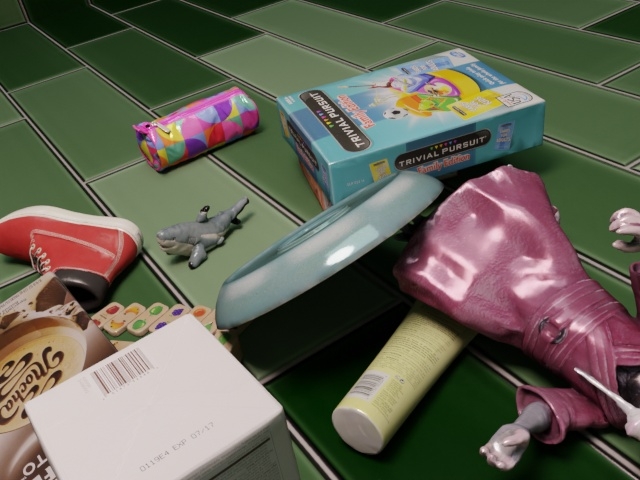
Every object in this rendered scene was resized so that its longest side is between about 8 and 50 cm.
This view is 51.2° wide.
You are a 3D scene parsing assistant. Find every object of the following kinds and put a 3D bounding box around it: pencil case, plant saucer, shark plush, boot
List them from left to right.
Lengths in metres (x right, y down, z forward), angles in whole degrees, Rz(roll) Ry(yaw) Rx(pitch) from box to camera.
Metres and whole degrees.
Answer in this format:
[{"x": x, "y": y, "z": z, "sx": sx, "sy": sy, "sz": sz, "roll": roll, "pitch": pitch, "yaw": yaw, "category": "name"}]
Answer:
[{"x": -0.406, "y": 0.035, "z": 0.976, "sx": 0.245, "sy": 0.088, "sz": 0.176, "roll": 4, "pitch": 39, "yaw": 13, "category": "boot"}, {"x": -0.233, "y": -0.214, "z": 1.270, "sx": 0.236, "sy": 0.104, "sz": 0.104, "roll": -29, "pitch": 39, "yaw": -26, "category": "pencil case"}, {"x": -0.168, "y": -0.020, "z": 1.005, "sx": 0.161, "sy": 0.067, "sz": 0.073, "roll": -26, "pitch": 38, "yaw": -21, "category": "shark plush"}, {"x": 0.000, "y": 0.000, "z": 0.803, "sx": 0.318, "sy": 0.043, "sz": 0.317, "roll": -31, "pitch": 5, "yaw": 3, "category": "plant saucer"}]

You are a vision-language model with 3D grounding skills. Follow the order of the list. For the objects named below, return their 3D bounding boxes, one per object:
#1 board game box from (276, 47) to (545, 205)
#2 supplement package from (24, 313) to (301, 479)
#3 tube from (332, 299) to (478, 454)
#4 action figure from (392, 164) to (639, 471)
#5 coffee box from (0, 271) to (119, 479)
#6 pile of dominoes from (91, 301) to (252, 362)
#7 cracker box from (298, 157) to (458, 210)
[{"x": 0.130, "y": -0.188, "z": 1.042, "sx": 0.336, "sy": 0.079, "sz": 0.253, "roll": -18, "pitch": 37, "yaw": -12, "category": "board game box"}, {"x": -0.099, "y": 0.207, "z": 0.513, "sx": 0.139, "sy": 0.244, "sz": 0.134, "roll": -28, "pitch": 40, "yaw": -25, "category": "supplement package"}, {"x": 0.103, "y": 0.133, "z": 0.737, "sx": 0.062, "sy": 0.070, "sz": 0.240, "roll": -30, "pitch": 8, "yaw": 47, "category": "tube"}, {"x": 0.247, "y": 0.095, "z": 0.695, "sx": 0.248, "sy": 0.276, "sz": 0.370, "roll": -46, "pitch": 57, "yaw": 8, "category": "action figure"}, {"x": -0.266, "y": 0.177, "z": 0.682, "sx": 0.168, "sy": 0.118, "sz": 0.297, "roll": -38, "pitch": 44, "yaw": -21, "category": "coffee box"}, {"x": -0.220, "y": 0.133, "z": 0.827, "sx": 0.251, "sy": 0.040, "sz": 0.196, "roll": 1, "pitch": 37, "yaw": 15, "category": "pile of dominoes"}, {"x": 0.090, "y": -0.139, "z": 1.109, "sx": 0.233, "sy": 0.067, "sz": 0.155, "roll": -14, "pitch": 35, "yaw": -8, "category": "cracker box"}]
